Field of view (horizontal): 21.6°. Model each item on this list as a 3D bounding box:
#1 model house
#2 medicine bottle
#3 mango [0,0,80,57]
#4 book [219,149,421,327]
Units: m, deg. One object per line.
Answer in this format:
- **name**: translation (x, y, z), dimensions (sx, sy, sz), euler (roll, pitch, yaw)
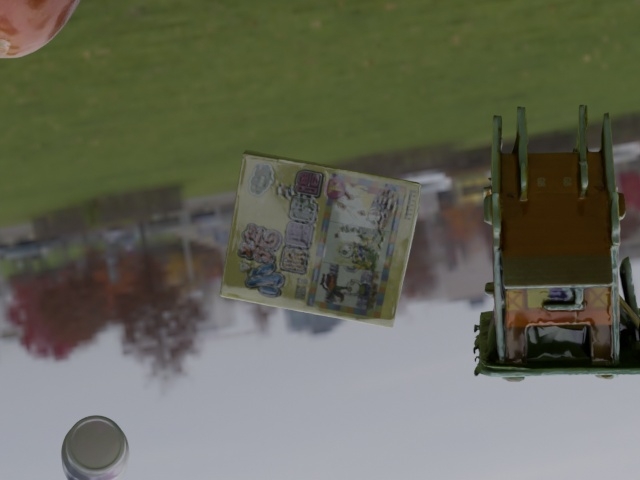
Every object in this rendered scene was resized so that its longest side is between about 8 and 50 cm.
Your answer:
- **model house**: translation (0.307, -0.014, 2.037), dimensions (0.243, 0.312, 0.357), euler (1, -171, 7)
- **medicine bottle**: translation (-0.173, 0.164, 1.285), dimensions (0.052, 0.052, 0.089), euler (-9, 165, -11)
- **mango**: translation (-0.236, -0.276, 1.239), dimensions (0.129, 0.289, 0.146), euler (-16, 168, 24)
- **book**: translation (0.000, 0.000, 1.771), dimensions (0.192, 0.168, 0.013), euler (10, -160, -1)
